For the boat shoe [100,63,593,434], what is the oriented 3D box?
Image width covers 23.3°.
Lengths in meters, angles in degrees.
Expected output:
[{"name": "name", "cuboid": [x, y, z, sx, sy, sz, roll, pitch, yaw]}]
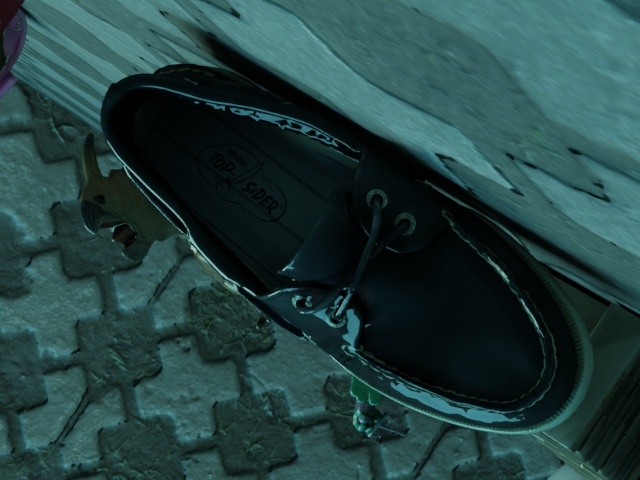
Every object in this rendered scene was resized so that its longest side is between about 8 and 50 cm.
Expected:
[{"name": "boat shoe", "cuboid": [0.002, -0.004, 0.899, 0.340, 0.127, 0.113, 42, -168, 23]}]

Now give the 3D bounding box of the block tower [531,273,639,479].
[{"name": "block tower", "cuboid": [0.196, 0.116, 1.059, 0.097, 0.091, 0.335, 31, 175, 27]}]

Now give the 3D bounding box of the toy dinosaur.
[{"name": "toy dinosaur", "cuboid": [-0.080, -0.048, 1.173, 0.200, 0.127, 0.296, 42, -173, -13]}]

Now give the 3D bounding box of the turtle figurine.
[{"name": "turtle figurine", "cuboid": [0.105, 0.157, 1.810, 0.118, 0.175, 0.234, 63, -174, 9]}]

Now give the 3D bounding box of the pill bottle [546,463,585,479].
[{"name": "pill bottle", "cuboid": [0.253, 0.230, 1.307, 0.121, 0.121, 0.216, 32, -160, 23]}]

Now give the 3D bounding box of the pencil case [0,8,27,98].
[{"name": "pencil case", "cuboid": [-0.480, -0.259, 1.542, 0.386, 0.160, 0.167, 32, -151, 14]}]

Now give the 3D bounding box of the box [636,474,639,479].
[{"name": "box", "cuboid": [0.282, 0.164, 0.934, 0.156, 0.093, 0.158, 33, 175, 7]}]

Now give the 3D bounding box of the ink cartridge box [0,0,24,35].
[{"name": "ink cartridge box", "cuboid": [-0.222, -0.170, 0.840, 0.135, 0.099, 0.056, 36, 176, -39]}]
